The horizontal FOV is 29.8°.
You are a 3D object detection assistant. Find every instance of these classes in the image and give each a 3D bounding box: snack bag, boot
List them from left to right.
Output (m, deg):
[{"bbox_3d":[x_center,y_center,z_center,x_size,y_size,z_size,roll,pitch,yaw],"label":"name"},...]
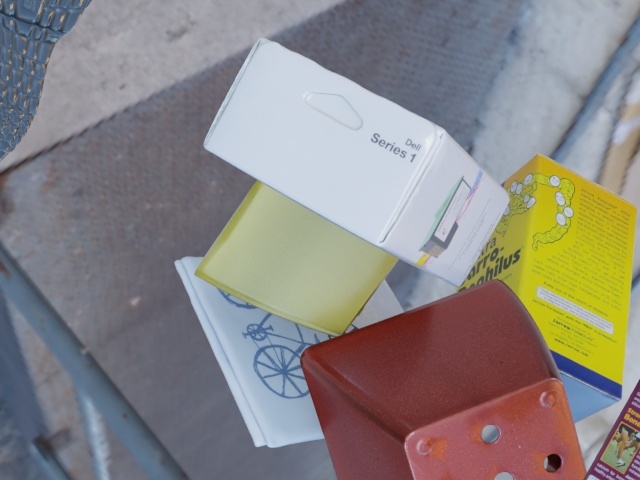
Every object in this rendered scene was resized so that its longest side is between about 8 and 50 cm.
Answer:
[{"bbox_3d":[-0.211,-0.158,0.780,0.083,0.161,0.246,24,124,-32],"label":"boot"},{"bbox_3d":[0.001,0.136,1.662,0.343,0.323,0.037,-2,137,-36],"label":"snack bag"}]

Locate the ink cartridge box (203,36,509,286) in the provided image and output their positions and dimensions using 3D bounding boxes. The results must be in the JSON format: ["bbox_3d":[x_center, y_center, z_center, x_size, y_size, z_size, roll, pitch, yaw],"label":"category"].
[{"bbox_3d":[0.044,-0.065,1.148,0.117,0.201,0.278,-61,158,1],"label":"ink cartridge box"}]

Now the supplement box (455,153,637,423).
[{"bbox_3d":[0.333,0.085,1.826,0.194,0.195,0.356,-43,-155,50],"label":"supplement box"}]

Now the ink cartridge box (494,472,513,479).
[{"bbox_3d":[0.191,0.464,1.661,0.270,0.197,0.198,-29,125,-3],"label":"ink cartridge box"}]

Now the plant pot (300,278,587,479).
[{"bbox_3d":[0.162,0.228,1.340,0.267,0.267,0.236,-19,-166,-11],"label":"plant pot"}]

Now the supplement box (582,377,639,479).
[{"bbox_3d":[0.322,0.184,1.069,0.081,0.104,0.188,29,91,-49],"label":"supplement box"}]

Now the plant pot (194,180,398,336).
[{"bbox_3d":[0.000,0.000,1.495,0.212,0.187,0.212,-55,175,11],"label":"plant pot"}]
